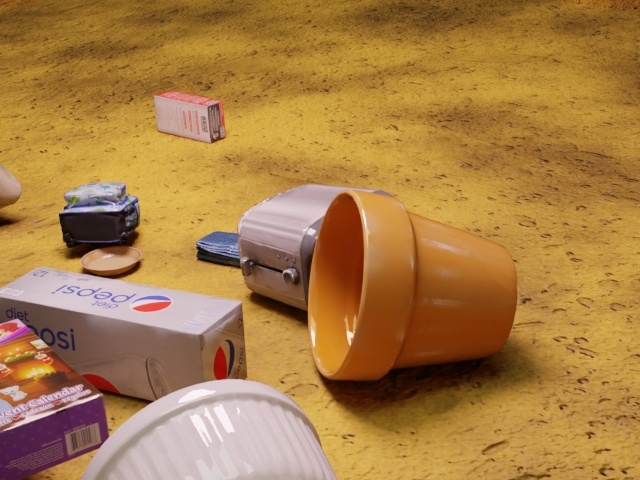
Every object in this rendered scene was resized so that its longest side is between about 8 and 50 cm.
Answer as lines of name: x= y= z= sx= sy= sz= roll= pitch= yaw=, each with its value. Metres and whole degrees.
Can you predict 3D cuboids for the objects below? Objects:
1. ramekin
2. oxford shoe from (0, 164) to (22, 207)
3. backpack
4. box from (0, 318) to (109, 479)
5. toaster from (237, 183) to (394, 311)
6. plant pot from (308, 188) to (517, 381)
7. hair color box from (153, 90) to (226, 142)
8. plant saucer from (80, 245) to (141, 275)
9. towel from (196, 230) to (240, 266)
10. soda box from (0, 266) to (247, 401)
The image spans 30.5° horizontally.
ramekin: x=-0.074 y=0.220 z=0.896 sx=0.207 sy=0.207 sz=0.109 roll=-14 pitch=34 yaw=-23
oxford shoe: x=-0.612 y=-0.096 z=1.866 sx=0.146 sy=0.140 sz=0.397 roll=18 pitch=0 yaw=-40
backpack: x=-0.311 y=-0.041 z=1.679 sx=0.105 sy=0.084 sz=0.114 roll=-3 pitch=10 yaw=8
box: x=-0.365 y=0.169 z=1.047 sx=0.293 sy=0.057 sz=0.201 roll=-18 pitch=27 yaw=-31
toaster: x=0.000 y=0.000 z=1.494 sx=0.146 sy=0.129 sz=0.227 roll=12 pitch=29 yaw=38
plant pot: x=0.104 y=0.056 z=1.285 sx=0.188 sy=0.205 sz=0.205 roll=6 pitch=20 yaw=-16
hair color box: x=-0.238 y=-0.226 z=2.136 sx=0.141 sy=0.072 sz=0.043 roll=17 pitch=30 yaw=38
plant saucer: x=-0.286 y=0.030 z=1.608 sx=0.083 sy=0.015 sz=0.083 roll=-4 pitch=22 yaw=2
towel: x=-0.108 y=0.011 z=1.609 sx=0.119 sy=0.029 sz=0.067 roll=9 pitch=25 yaw=28
soda box: x=-0.226 y=0.107 z=1.312 sx=0.286 sy=0.098 sz=0.091 roll=9 pitch=24 yaw=26
